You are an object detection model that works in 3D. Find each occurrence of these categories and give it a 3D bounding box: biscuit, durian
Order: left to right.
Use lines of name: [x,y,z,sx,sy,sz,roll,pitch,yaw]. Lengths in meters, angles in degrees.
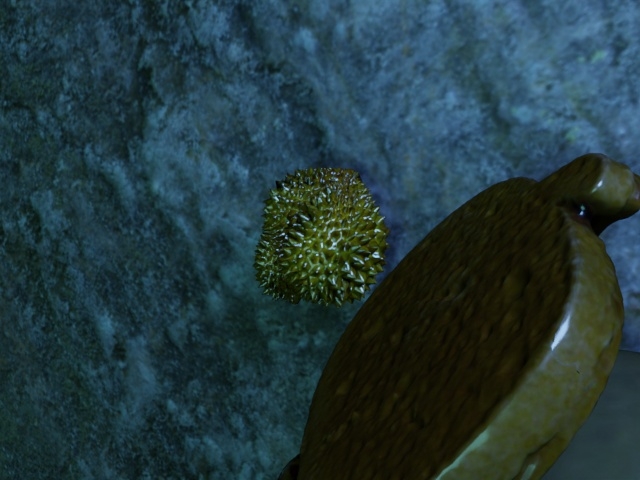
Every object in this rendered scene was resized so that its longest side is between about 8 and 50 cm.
durian: [0.000,0.000,0.764,0.158,0.137,0.168,23,98,33]
biscuit: [0.115,0.075,0.561,0.070,0.394,0.350,41,113,-7]

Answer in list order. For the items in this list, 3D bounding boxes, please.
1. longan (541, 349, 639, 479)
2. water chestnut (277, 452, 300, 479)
longan: [0.237,0.268,0.553,0.361,0.361,0.361,9,106,32]
water chestnut: [0.040,0.325,0.759,0.223,0.223,0.238,43,151,18]
